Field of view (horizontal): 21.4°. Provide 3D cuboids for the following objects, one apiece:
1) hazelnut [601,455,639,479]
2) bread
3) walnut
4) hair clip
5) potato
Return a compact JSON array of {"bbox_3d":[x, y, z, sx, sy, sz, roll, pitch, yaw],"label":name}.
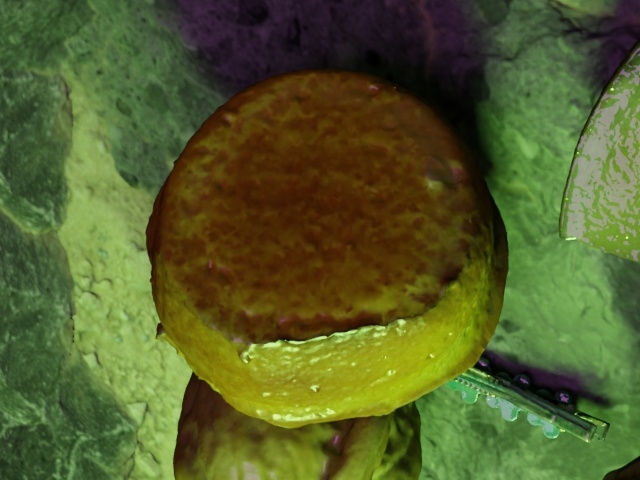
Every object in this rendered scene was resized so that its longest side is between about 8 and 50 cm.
[{"bbox_3d":[0.361,0.299,1.296,0.372,0.372,0.315,36,96,9],"label":"hazelnut"},{"bbox_3d":[0.005,-0.003,1.398,0.312,0.312,0.172,30,162,13],"label":"bread"},{"bbox_3d":[-0.022,0.187,1.517,0.224,0.257,0.257,31,130,-23],"label":"walnut"},{"bbox_3d":[0.177,0.144,1.521,0.173,0.049,0.049,24,123,23],"label":"hair clip"},{"bbox_3d":[0.340,-0.091,1.278,0.269,0.112,0.255,17,116,17],"label":"potato"}]
